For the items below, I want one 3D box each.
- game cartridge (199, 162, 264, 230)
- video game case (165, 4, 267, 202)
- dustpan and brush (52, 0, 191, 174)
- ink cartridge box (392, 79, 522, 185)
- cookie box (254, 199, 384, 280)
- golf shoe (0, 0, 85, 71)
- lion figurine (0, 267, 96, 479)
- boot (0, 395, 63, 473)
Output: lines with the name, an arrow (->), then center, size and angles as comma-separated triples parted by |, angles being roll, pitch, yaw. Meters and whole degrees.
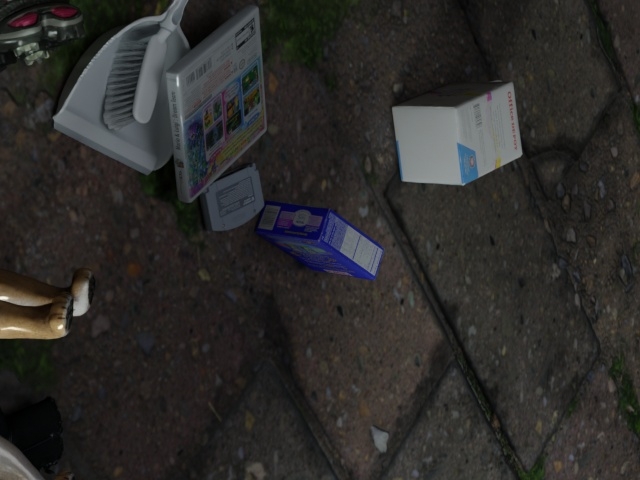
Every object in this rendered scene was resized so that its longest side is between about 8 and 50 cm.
game cartridge -> -0.091, -0.041, 1.795 | 0.083, 0.017, 0.056 | -27, 110, -46
video game case -> -0.100, -0.135, 1.729 | 0.157, 0.019, 0.143 | -48, 144, -47
dustpan and brush -> -0.158, -0.181, 1.663 | 0.147, 0.060, 0.211 | 27, 73, -49
ink cartridge box -> 0.164, -0.128, 2.038 | 0.143, 0.090, 0.092 | -25, 112, -48
cookie box -> 0.000, 0.000, 1.849 | 0.107, 0.092, 0.040 | 35, 69, -47
golf shoe -> -0.321, -0.190, 1.455 | 0.273, 0.105, 0.120 | -22, 93, -52
lion figurine -> -0.307, 0.112, 1.429 | 0.142, 0.240, 0.392 | -71, 165, -69
boot -> -0.274, 0.161, 1.565 | 0.099, 0.045, 0.121 | -15, 112, -47
